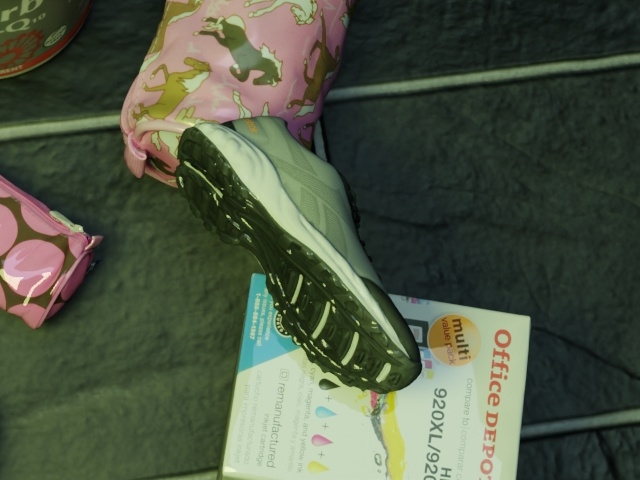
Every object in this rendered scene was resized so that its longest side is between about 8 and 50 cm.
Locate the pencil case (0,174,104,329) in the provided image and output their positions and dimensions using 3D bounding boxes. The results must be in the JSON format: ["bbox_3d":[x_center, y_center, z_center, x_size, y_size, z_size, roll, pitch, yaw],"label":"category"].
[{"bbox_3d":[-0.292,-0.020,1.544,0.209,0.095,0.098,35,109,1],"label":"pencil case"}]

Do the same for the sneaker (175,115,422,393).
[{"bbox_3d":[0.000,0.000,1.403,0.108,0.100,0.271,-22,63,-32],"label":"sneaker"}]

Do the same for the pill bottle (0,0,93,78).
[{"bbox_3d":[-0.288,-0.284,1.472,0.210,0.363,0.210,2,75,-6],"label":"pill bottle"}]

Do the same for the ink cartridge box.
[{"bbox_3d":[0.041,0.142,1.495,0.233,0.168,0.171,9,73,-3],"label":"ink cartridge box"}]

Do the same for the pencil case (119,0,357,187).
[{"bbox_3d":[-0.055,-0.224,1.592,0.167,0.160,0.386,4,72,32],"label":"pencil case"}]
